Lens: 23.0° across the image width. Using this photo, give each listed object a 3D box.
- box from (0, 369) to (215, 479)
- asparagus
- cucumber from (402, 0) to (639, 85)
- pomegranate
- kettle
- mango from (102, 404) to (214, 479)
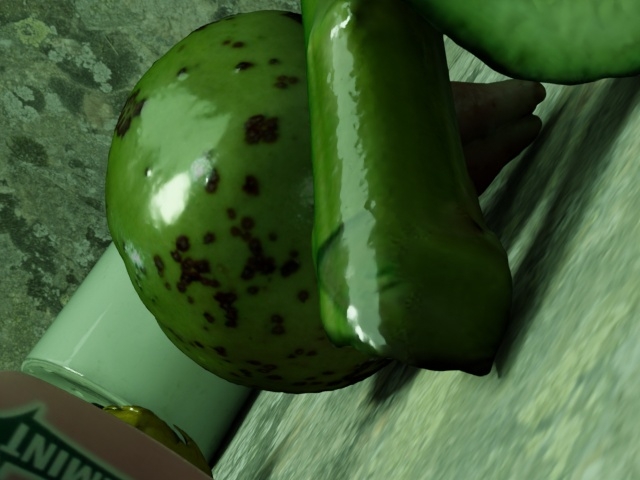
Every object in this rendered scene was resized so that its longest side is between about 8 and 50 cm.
[{"bbox_3d":[-0.192,0.256,0.892,0.370,0.190,0.112,-53,5,33],"label":"box"},{"bbox_3d":[0.026,-0.077,0.723,0.085,0.082,0.343,82,180,-57],"label":"asparagus"},{"bbox_3d":[0.116,-0.169,0.670,0.191,0.191,0.130,-54,7,42],"label":"cucumber"},{"bbox_3d":[0.009,-0.032,0.855,0.248,0.214,0.214,-24,0,-8],"label":"pomegranate"},{"bbox_3d":[-0.110,0.072,1.573,0.205,0.265,0.318,2,54,48],"label":"kettle"},{"bbox_3d":[-0.169,0.228,1.075,0.249,0.151,0.156,-60,-30,3],"label":"mango"}]
